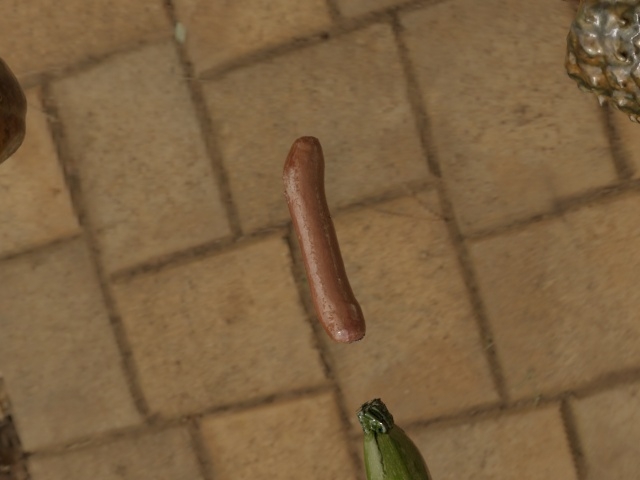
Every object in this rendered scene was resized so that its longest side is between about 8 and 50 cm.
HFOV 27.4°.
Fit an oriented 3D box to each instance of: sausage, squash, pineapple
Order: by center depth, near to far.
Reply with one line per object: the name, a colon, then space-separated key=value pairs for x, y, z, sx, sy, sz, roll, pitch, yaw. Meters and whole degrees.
pineapple: x=0.270 y=-0.093 z=0.783 sx=0.251 sy=0.125 sz=0.125 roll=30 pitch=106 yaw=12
squash: x=0.061 y=0.199 z=0.921 sx=0.052 sy=0.052 sz=0.183 roll=-23 pitch=68 yaw=23
sausage: x=0.000 y=0.000 z=1.132 sx=0.043 sy=0.043 sz=0.186 roll=-20 pitch=75 yaw=23

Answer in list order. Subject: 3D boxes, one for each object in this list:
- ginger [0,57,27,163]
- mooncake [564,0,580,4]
ginger: x=-0.364 y=-0.220 z=1.057 sx=0.176 sy=0.375 sz=0.256 roll=-35 pitch=64 yaw=-15
mooncake: x=0.238 y=-0.314 z=0.850 sx=0.334 sy=0.326 sz=0.174 roll=-24 pitch=61 yaw=10
